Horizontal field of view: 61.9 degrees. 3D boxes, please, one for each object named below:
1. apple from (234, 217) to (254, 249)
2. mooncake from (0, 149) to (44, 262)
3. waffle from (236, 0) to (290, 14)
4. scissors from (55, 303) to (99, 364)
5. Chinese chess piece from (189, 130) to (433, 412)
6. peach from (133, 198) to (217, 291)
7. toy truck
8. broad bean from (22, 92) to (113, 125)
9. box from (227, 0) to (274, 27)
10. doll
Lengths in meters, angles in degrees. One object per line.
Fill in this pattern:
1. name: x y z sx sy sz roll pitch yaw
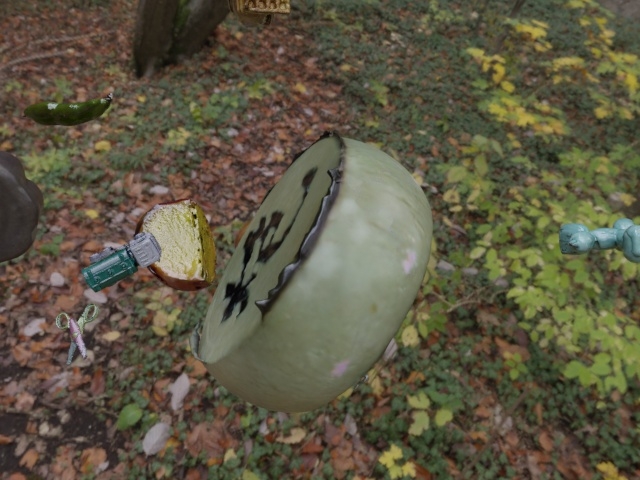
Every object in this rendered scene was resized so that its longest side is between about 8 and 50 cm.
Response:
1. apple: -0.169 0.020 1.711 0.211 0.188 0.211 52 -9 11
2. mooncake: -0.775 -0.069 1.160 0.306 0.305 0.154 14 16 -24
3. waffle: -0.109 -0.493 0.979 0.103 0.147 0.042 -14 20 -30
4. scissors: -0.725 0.279 1.588 0.134 0.020 0.187 -17 53 -2
5. Chinese chess piece: -0.019 0.035 0.671 0.147 0.349 0.349 32 19 -17
6. peach: -0.227 0.016 0.886 0.172 0.127 0.092 50 -12 18
7. toy truck: -0.218 0.024 0.591 0.083 0.039 0.044 -28 20 -11
8. broad bean: -0.597 -0.302 1.260 0.255 0.065 0.046 -3 8 15
9. box: -0.154 -0.537 1.199 0.111 0.111 0.177 21 2 -9
10. doll: 0.474 0.000 0.849 0.160 0.059 0.158 -3 6 17
